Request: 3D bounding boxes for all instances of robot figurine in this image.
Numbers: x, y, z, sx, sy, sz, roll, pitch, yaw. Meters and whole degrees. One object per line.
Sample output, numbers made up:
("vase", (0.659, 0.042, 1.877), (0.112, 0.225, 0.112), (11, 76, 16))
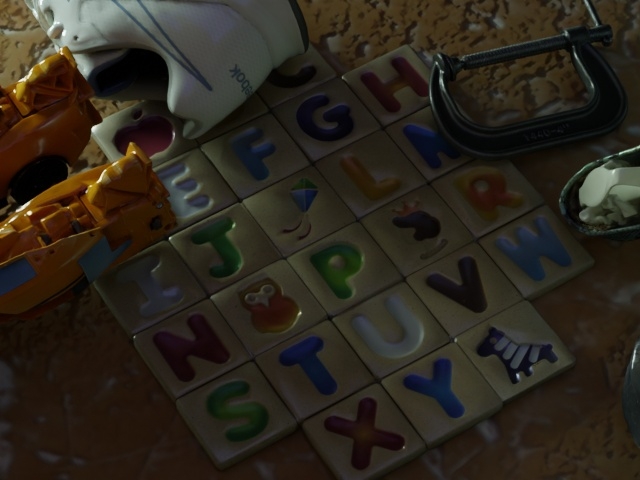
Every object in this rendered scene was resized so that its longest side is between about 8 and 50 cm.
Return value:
("robot figurine", (-0.253, 0.000, 1.254), (0.291, 0.085, 0.211), (-30, 57, -14))

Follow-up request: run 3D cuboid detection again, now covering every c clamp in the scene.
("c clamp", (0.142, -0.115, 1.365), (0.160, 0.022, 0.137), (-19, 61, -20))

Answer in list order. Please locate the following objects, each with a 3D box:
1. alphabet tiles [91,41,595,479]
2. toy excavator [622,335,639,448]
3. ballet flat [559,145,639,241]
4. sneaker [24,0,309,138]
("alphabet tiles", (0.000, 0.000, 1.294), (0.285, 0.011, 0.342), (-27, 56, -16))
("toy excavator", (0.335, 0.173, 1.044), (0.433, 0.222, 0.445), (-33, 67, -19))
("ballet flat", (0.217, -0.038, 1.213), (0.070, 0.188, 0.070), (11, 68, -30))
("sneaker", (-0.154, -0.173, 1.370), (0.297, 0.111, 0.129), (27, 67, 29))
